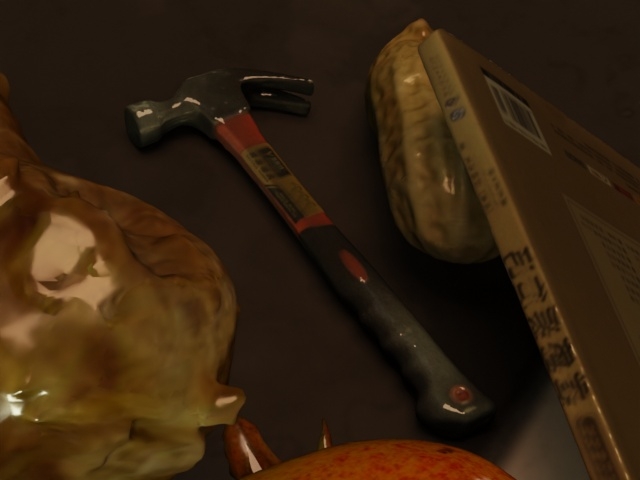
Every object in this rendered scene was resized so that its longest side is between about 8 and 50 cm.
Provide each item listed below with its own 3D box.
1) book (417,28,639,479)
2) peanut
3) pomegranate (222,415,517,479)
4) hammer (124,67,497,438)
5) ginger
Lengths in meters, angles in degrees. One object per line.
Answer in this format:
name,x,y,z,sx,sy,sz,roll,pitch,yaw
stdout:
book,0.160,0.048,0.609,0.217,0.021,0.310,25,38,-42
peanut,0.074,-0.058,0.724,0.083,0.093,0.194,-24,39,13
pomegranate,0.008,0.172,0.469,0.221,0.221,0.257,-23,45,-21
hammer,0.000,0.000,0.710,0.111,0.033,0.288,-25,59,-22
ginger,-0.211,0.032,0.514,0.357,0.274,0.152,37,22,16
